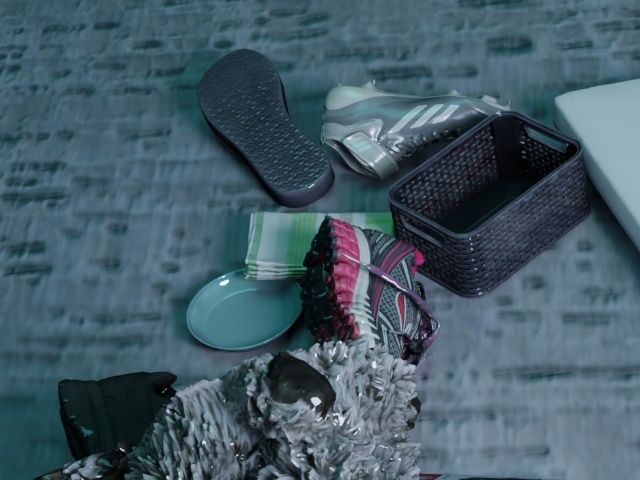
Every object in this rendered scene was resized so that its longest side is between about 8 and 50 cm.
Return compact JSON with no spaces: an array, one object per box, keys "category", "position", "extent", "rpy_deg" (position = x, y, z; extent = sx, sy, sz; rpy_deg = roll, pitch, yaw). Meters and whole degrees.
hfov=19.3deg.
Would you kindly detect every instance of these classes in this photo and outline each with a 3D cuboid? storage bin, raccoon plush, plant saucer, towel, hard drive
[{"category":"storage bin","position":[0.170,-0.038,1.885],"extent":[0.180,0.084,0.122],"rpy_deg":[-36,44,-24]},{"category":"raccoon plush","position":[-0.037,0.275,1.419],"extent":[0.446,0.216,0.299],"rpy_deg":[-31,68,32]},{"category":"plant saucer","position":[-0.073,0.073,1.872],"extent":[0.119,0.021,0.119],"rpy_deg":[-8,40,7]},{"category":"towel","position":[0.000,0.000,1.916],"extent":[0.152,0.023,0.113],"rpy_deg":[-1,35,3]},{"category":"hard drive","position":[0.398,-0.055,1.842],"extent":[0.233,0.047,0.353],"rpy_deg":[-11,38,-10]}]

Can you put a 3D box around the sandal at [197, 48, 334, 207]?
[{"category":"sandal","position":[-0.065,-0.117,2.088],"extent":[0.097,0.054,0.254],"rpy_deg":[-26,49,-4]}]

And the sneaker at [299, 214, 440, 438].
[{"category":"sneaker","position":[0.056,0.095,1.740],"extent":[0.112,0.121,0.299],"rpy_deg":[12,44,-16]}]

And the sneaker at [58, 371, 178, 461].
[{"category":"sneaker","position":[-0.147,0.205,1.676],"extent":[0.130,0.109,0.286],"rpy_deg":[-15,40,-11]}]

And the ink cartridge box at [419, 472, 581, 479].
[{"category":"ink cartridge box","position":[0.132,0.235,1.528],"extent":[0.175,0.072,0.127],"rpy_deg":[0,2,17]}]

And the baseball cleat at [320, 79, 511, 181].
[{"category":"baseball cleat","position":[0.102,-0.111,2.019],"extent":[0.206,0.072,0.109],"rpy_deg":[6,73,8]}]
